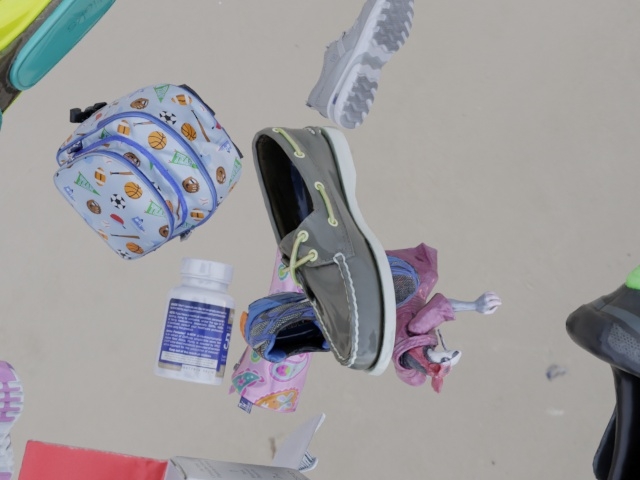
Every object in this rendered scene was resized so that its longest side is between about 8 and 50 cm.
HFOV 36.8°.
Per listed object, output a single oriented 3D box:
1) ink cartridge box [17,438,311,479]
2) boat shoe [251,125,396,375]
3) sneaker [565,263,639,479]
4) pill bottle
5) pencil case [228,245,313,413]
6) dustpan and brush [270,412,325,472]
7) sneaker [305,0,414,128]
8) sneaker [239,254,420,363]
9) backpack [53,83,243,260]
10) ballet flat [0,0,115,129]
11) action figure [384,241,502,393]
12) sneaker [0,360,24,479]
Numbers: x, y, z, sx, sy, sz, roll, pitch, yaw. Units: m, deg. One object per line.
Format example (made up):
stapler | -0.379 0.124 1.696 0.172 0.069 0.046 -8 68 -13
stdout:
ink cartridge box | -0.155 0.338 0.838 0.261 0.066 0.297 13 91 -26
boat shoe | -0.002 0.003 0.984 0.091 0.305 0.109 4 141 -26
sneaker | 0.281 0.233 0.697 0.202 0.185 0.483 -16 97 -6
pill bottle | -0.191 0.126 1.504 0.111 0.112 0.187 11 83 -8
pencil case | -0.053 0.135 1.542 0.124 0.124 0.284 19 96 -10
dustpan and brush | -0.052 0.390 1.668 0.060 0.211 0.147 37 56 -15
sneaker | 0.058 -0.328 1.594 0.105 0.115 0.281 37 78 -54
sneaker | 0.017 0.089 1.123 0.221 0.087 0.083 -24 118 0
backpack | -0.267 -0.114 1.518 0.263 0.213 0.276 -27 116 35
ballet flat | -0.205 -0.098 0.555 0.077 0.077 0.231 32 72 3
action figure | 0.163 0.142 1.846 0.275 0.370 0.248 13 118 -16
sneaker | -0.526 0.277 1.523 0.095 0.104 0.237 3 121 -23
